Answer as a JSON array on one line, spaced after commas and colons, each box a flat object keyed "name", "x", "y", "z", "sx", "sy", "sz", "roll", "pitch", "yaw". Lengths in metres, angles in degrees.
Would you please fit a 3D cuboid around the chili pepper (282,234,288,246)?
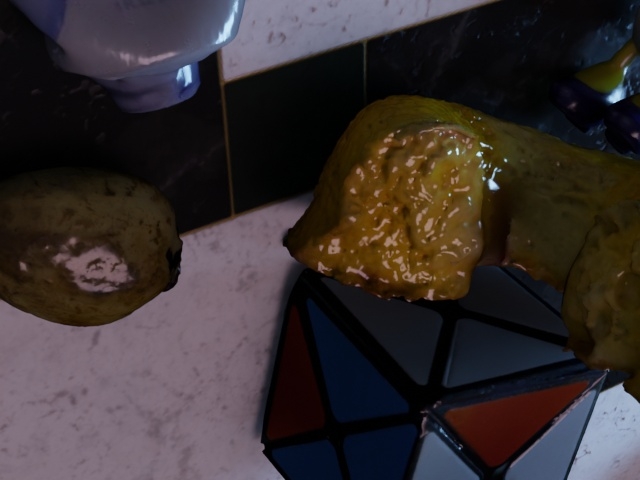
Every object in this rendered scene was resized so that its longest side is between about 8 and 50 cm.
[{"name": "chili pepper", "x": 0.000, "y": 0.000, "z": 1.285, "sx": 0.083, "sy": 0.022, "sz": 0.027, "roll": -5, "pitch": 126, "yaw": -27}]

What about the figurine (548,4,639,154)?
[{"name": "figurine", "x": 0.394, "y": -0.268, "z": 1.267, "sx": 0.193, "sy": 0.154, "sz": 0.421, "roll": 6, "pitch": 120, "yaw": -43}]

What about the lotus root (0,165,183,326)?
[{"name": "lotus root", "x": -0.218, "y": 0.003, "z": 1.066, "sx": 0.214, "sy": 0.138, "sz": 0.138, "roll": 7, "pitch": 118, "yaw": -26}]

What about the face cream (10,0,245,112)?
[{"name": "face cream", "x": -0.151, "y": -0.294, "z": 0.913, "sx": 0.234, "sy": 0.137, "sz": 0.420, "roll": -18, "pitch": 119, "yaw": -21}]

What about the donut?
[{"name": "donut", "x": 0.206, "y": -0.016, "z": 1.188, "sx": 0.377, "sy": 0.435, "sz": 0.164, "roll": -38, "pitch": 146, "yaw": -72}]

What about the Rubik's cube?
[{"name": "Rubik's cube", "x": 0.110, "y": 0.169, "z": 1.331, "sx": 0.250, "sy": 0.248, "sz": 0.246, "roll": -9, "pitch": 128, "yaw": -32}]
